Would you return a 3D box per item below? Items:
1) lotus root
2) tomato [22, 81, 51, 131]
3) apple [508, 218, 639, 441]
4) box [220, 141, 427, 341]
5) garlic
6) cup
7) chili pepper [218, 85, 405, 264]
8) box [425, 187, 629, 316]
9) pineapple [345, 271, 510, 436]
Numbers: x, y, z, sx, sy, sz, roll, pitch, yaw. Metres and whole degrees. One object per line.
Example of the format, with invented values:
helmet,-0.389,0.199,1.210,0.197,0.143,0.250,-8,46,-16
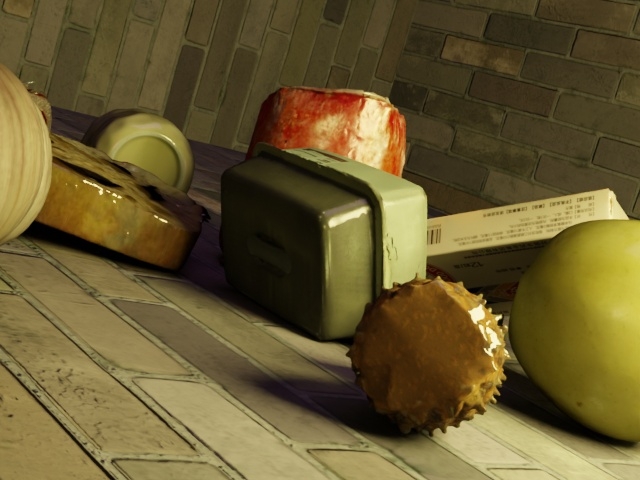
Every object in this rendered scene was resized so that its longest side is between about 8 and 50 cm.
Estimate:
lotus root,-0.326,-0.068,1.564,0.375,0.111,0.390,26,4,29
tomato,-0.533,-0.173,1.690,0.155,0.181,0.214,14,2,21
apple,0.356,0.097,1.316,0.262,0.262,0.262,17,8,-2
box,0.000,0.000,1.452,0.166,0.221,0.290,-16,25,-33
garlic,-0.414,-0.104,1.136,0.317,0.259,0.317,12,6,-1
cup,-0.345,-0.141,1.856,0.255,0.173,0.202,15,6,-21
chili pepper,-0.007,-0.083,1.717,0.251,0.305,0.229,17,4,29
box,0.260,0.032,1.538,0.353,0.069,0.214,-8,-31,31
pineapple,0.124,0.120,1.202,0.165,0.166,0.364,18,-1,11
